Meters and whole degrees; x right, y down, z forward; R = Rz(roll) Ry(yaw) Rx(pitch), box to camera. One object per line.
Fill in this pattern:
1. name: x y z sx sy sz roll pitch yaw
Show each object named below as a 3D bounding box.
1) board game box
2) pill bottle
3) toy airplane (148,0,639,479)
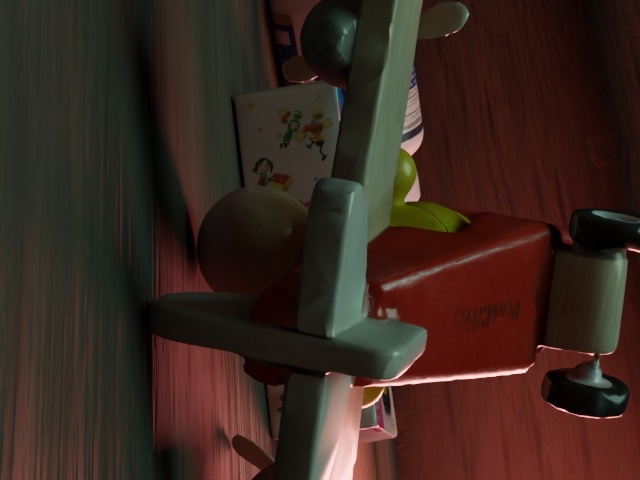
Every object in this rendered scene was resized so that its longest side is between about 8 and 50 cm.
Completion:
1. board game box: -0.002 0.030 1.641 0.224 0.097 0.303 57 25 -80
2. pill bottle: 0.034 -0.164 2.046 0.153 0.153 0.265 -84 166 -71
3. toy airplane: 0.015 0.033 1.170 0.386 0.272 0.384 -55 141 -25
